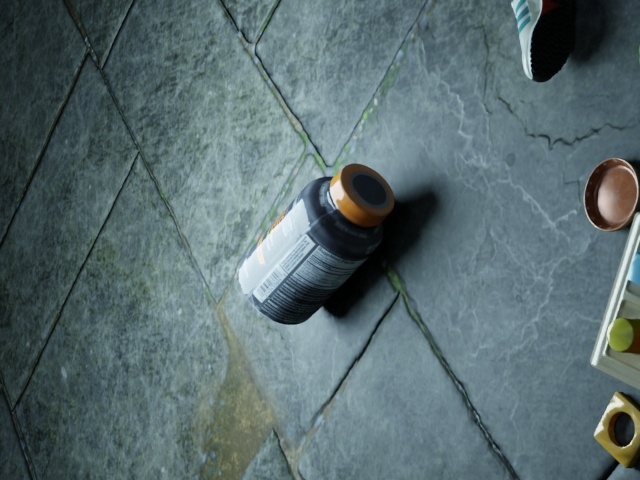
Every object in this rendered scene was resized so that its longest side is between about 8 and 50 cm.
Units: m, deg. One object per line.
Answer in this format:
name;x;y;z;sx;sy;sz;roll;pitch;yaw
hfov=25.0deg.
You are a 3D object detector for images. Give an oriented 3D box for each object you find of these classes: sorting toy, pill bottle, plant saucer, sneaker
sorting toy;0.363;0.079;1.515;0.196;0.047;0.347;29;107;53
pill bottle;0.000;0.000;1.975;0.245;0.130;0.130;-47;48;38
plant saucer;0.330;-0.051;1.618;0.083;0.013;0.083;-16;70;53
sneaker;0.262;-0.266;1.732;0.075;0.057;0.161;171;103;-70
